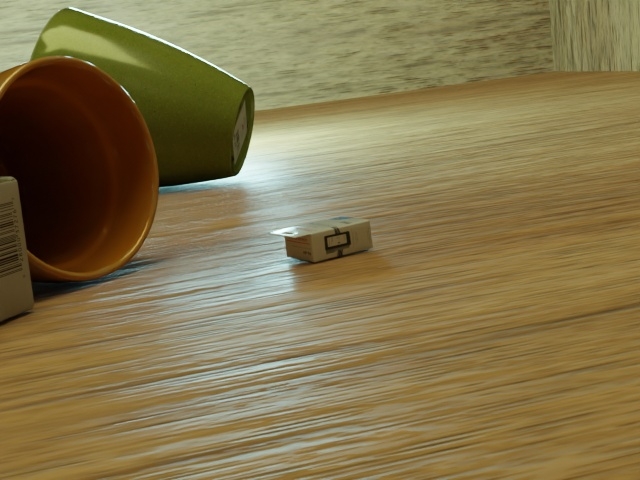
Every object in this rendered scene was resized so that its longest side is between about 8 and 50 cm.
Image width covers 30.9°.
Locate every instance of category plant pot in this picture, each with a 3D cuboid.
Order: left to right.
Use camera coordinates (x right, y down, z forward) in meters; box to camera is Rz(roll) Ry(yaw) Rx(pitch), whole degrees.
[{"bbox_3d":[-0.292,-0.057,1.107,0.188,0.205,0.205,-7,8,38],"label":"plant pot"},{"bbox_3d":[-0.257,-0.186,1.739,0.293,0.275,0.275,12,13,7],"label":"plant pot"}]

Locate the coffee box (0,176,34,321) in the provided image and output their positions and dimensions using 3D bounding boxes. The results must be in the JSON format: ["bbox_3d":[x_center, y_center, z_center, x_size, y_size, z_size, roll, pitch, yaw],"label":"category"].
[{"bbox_3d":[-0.377,0.033,0.863,0.168,0.119,0.297,-1,11,25],"label":"coffee box"}]

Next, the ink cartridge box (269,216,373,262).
[{"bbox_3d":[0.000,0.000,1.064,0.083,0.028,0.048,-13,12,-32],"label":"ink cartridge box"}]
